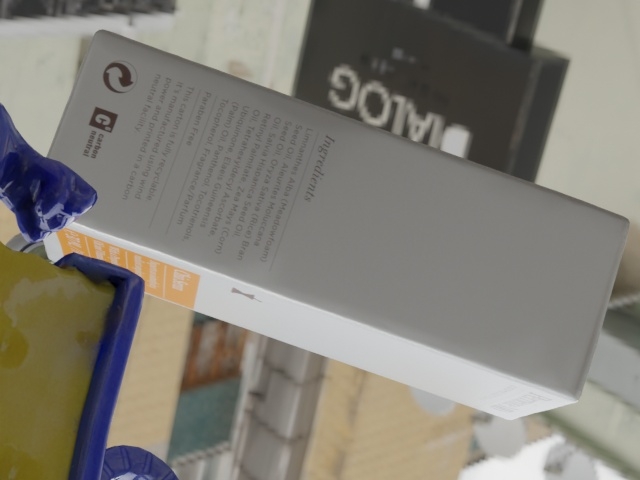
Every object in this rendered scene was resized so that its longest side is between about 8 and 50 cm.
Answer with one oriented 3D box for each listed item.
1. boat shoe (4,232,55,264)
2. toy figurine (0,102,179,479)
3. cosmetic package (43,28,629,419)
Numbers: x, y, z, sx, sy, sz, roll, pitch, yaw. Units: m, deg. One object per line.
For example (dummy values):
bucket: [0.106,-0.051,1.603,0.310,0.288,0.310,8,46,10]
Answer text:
boat shoe: [-0.262,0.139,1.508,0.109,0.302,0.094,-17,-158,-34]
toy figurine: [-0.099,0.041,0.334,0.217,0.191,0.362,39,-142,-33]
cosmetic package: [0.000,0.000,1.253,0.453,0.161,0.230,19,168,-2]
